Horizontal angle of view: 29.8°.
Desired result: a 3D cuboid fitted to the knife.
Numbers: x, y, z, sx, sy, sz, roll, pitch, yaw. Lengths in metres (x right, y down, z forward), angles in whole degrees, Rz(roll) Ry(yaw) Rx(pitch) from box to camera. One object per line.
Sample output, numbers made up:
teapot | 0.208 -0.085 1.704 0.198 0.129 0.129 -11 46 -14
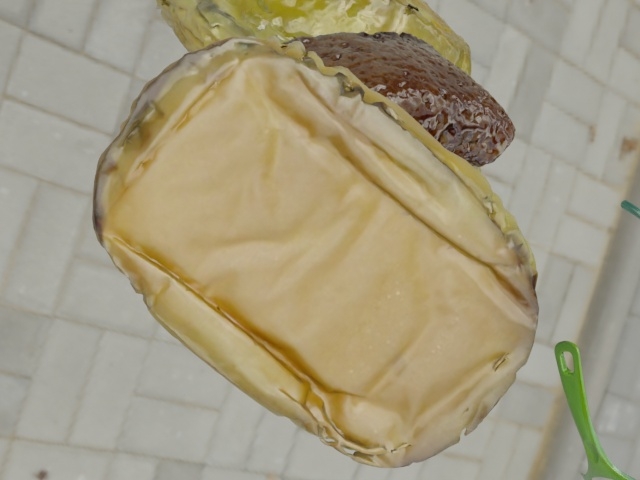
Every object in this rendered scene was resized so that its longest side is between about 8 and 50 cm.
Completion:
knife | 0.252 0.170 1.114 0.023 0.078 0.166 -33 106 -38

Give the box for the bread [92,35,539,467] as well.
bread | 0.000 0.000 0.510 0.190 0.114 0.132 42 96 -8

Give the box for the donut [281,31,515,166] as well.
donut | 0.030 -0.072 0.868 0.295 0.112 0.151 -41 135 -28

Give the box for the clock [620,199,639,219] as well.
clock | 0.433 0.012 1.332 0.211 0.159 0.066 33 93 -8

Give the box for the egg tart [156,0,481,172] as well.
egg tart | 0.017 -0.199 1.189 0.388 0.388 0.169 21 112 -43
